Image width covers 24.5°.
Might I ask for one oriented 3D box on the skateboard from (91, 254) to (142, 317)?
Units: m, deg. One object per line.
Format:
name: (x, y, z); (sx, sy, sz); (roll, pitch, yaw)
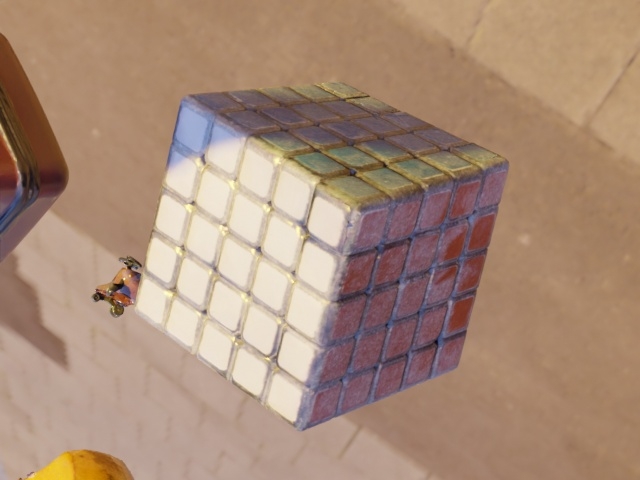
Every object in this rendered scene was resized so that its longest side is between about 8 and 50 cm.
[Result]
skateboard: (-0.262, 0.058, 1.980); (0.067, 0.080, 0.151); (33, 163, -20)

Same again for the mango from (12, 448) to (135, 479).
mango: (-0.221, 0.336, 1.370); (0.138, 0.257, 0.187); (9, 147, -26)

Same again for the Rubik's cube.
Rubik's cube: (0.000, 0.000, 1.377); (0.237, 0.237, 0.238); (32, 119, 35)

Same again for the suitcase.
suitcase: (-0.416, -0.067, 1.552); (0.297, 0.161, 0.236); (-41, 69, 35)
